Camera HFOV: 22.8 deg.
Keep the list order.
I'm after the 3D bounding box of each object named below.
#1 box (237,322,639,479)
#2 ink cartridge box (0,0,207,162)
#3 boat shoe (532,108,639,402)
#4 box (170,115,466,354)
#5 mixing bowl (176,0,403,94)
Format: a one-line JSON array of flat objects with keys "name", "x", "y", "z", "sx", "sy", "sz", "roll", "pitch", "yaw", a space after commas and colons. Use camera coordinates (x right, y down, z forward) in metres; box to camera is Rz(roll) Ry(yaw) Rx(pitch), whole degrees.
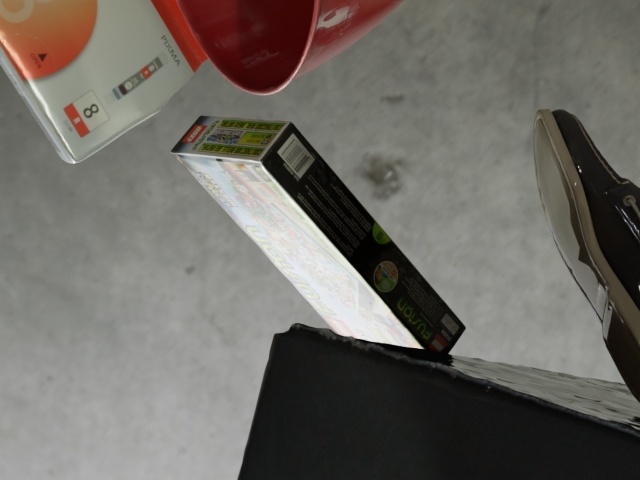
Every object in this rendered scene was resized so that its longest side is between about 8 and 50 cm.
[{"name": "box", "x": 0.160, "y": 0.334, "z": 1.023, "sx": 0.297, "sy": 0.472, "sz": 0.479, "roll": 14, "pitch": 91, "yaw": 41}, {"name": "ink cartridge box", "x": -0.130, "y": -0.157, "z": 1.044, "sx": 0.145, "sy": 0.179, "sz": 0.045, "roll": 60, "pitch": 168, "yaw": -20}, {"name": "boat shoe", "x": 0.189, "y": 0.003, "z": 0.980, "sx": 0.075, "sy": 0.065, "sz": 0.206, "roll": 90, "pitch": 162, "yaw": -62}, {"name": "box", "x": 0.000, "y": 0.000, "z": 1.078, "sx": 0.207, "sy": 0.036, "sz": 0.114, "roll": 48, "pitch": 159, "yaw": -29}, {"name": "mixing bowl", "x": -0.004, "y": -0.166, "z": 0.751, "sx": 0.181, "sy": 0.098, "sz": 0.181, "roll": 42, "pitch": 140, "yaw": 49}]
